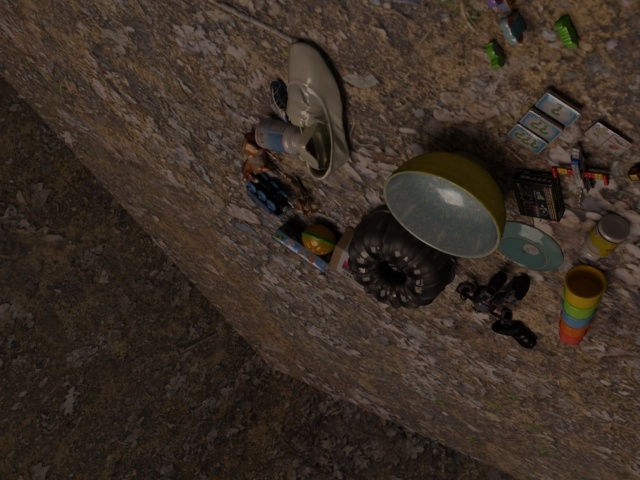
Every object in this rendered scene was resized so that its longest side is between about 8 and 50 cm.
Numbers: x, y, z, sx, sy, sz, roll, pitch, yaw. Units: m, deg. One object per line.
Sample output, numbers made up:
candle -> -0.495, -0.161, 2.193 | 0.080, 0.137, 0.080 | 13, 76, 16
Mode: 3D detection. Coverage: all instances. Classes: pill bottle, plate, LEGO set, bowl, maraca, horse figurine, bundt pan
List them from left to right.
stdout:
horse figurine -> -0.180, -0.256, 1.983 | 0.174, 0.066, 0.263 | 21, 155, 18
pill bottle -> -0.096, -0.285, 1.784 | 0.160, 0.087, 0.087 | 18, 151, 36
maraca -> 0.000, 0.000, 2.190 | 0.127, 0.099, 0.185 | 23, 177, 14
bundt pan -> 0.220, 0.074, 1.884 | 0.330, 0.124, 0.331 | 20, 138, 19
bowl -> 0.305, -0.110, 1.482 | 0.289, 0.156, 0.289 | 29, 156, 14
plate -> 0.511, 0.023, 1.625 | 0.188, 0.024, 0.188 | 30, 156, 15
LEGO set -> 0.491, -0.166, 1.256 | 0.244, 0.060, 0.182 | 34, 161, 2
pill bottle -> 0.606, -0.003, 1.393 | 0.065, 0.065, 0.116 | 31, 157, 11

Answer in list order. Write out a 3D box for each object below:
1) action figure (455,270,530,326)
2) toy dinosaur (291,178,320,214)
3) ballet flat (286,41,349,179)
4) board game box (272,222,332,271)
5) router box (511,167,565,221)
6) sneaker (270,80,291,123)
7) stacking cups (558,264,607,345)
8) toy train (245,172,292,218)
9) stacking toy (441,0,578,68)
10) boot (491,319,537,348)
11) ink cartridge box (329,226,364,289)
action figure -> 0.481, 0.163, 1.843 | 0.185, 0.099, 0.285 | 24, 160, 3
toy dinosaur -> -0.057, -0.126, 2.094 | 0.112, 0.064, 0.212 | 55, 163, 24
ballet flat -> -0.015, -0.295, 1.602 | 0.139, 0.139, 0.400 | 23, 154, 27
board game box -> -0.058, 0.021, 2.273 | 0.211, 0.039, 0.160 | 36, -168, 1
router box -> 0.477, -0.099, 1.419 | 0.092, 0.038, 0.122 | 16, 151, 38
sneaker -> -0.112, -0.364, 1.704 | 0.058, 0.052, 0.135 | 25, 155, 32
stacking cups -> 0.647, 0.182, 1.649 | 0.096, 0.096, 0.316 | 24, 154, 25
toy train -> -0.171, -0.144, 2.135 | 0.184, 0.080, 0.105 | 42, 157, 22
stacking toy -> 0.307, -0.386, 1.089 | 0.221, 0.052, 0.167 | 47, 154, -26
boot -> 0.596, 0.289, 1.992 | 0.099, 0.045, 0.121 | 41, 156, -21
ink cartridge box -> 0.154, 0.083, 2.143 | 0.234, 0.088, 0.193 | 32, 158, 9
